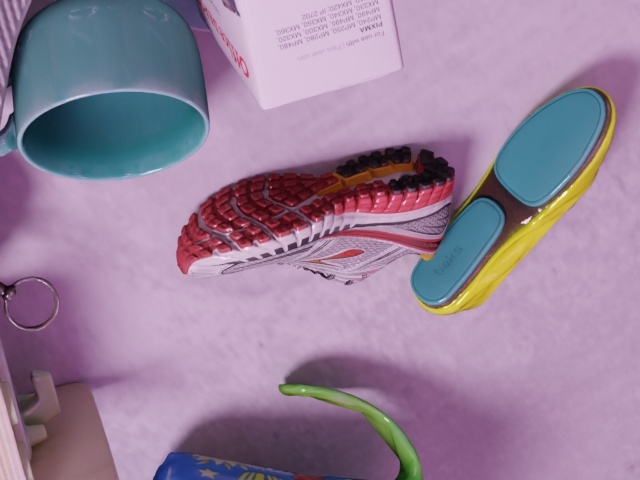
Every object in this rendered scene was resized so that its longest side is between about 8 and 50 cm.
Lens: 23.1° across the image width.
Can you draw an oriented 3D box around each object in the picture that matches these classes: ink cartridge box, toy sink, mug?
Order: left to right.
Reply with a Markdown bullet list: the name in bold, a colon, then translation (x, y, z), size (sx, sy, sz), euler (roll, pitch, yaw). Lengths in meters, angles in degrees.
- **toy sink**: translation (-0.281, 0.133, 1.150), size (0.234, 0.153, 0.131), euler (-14, 122, -11)
- **mug**: translation (-0.158, -0.113, 1.068), size (0.158, 0.097, 0.129), euler (3, 153, -26)
- **ink cartridge box**: translation (-0.037, -0.226, 0.986), size (0.100, 0.172, 0.237), euler (-19, 123, -9)

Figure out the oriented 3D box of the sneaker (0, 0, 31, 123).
- **sneaker**: translation (-0.272, -0.171, 1.008), size (0.102, 0.161, 0.282), euler (27, 78, -70)

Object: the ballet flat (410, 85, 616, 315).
- **ballet flat**: translation (0.164, -0.028, 1.275), size (0.231, 0.077, 0.077), euler (-50, 144, 15)

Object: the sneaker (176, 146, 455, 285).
- **sneaker**: translation (0.000, 0.000, 1.213), size (0.225, 0.088, 0.093), euler (-11, 123, -14)

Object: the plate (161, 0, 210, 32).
- **plate**: translation (-0.064, -0.235, 1.091), size (0.188, 0.024, 0.188), euler (-9, 121, -16)

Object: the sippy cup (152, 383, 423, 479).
- **sippy cup**: translation (-0.048, 0.282, 1.277), size (0.224, 0.305, 0.240), euler (20, 134, -7)

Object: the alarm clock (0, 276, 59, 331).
- **alarm clock**: translation (-0.275, 0.015, 1.107), size (0.192, 0.064, 0.129), euler (25, 84, -9)
